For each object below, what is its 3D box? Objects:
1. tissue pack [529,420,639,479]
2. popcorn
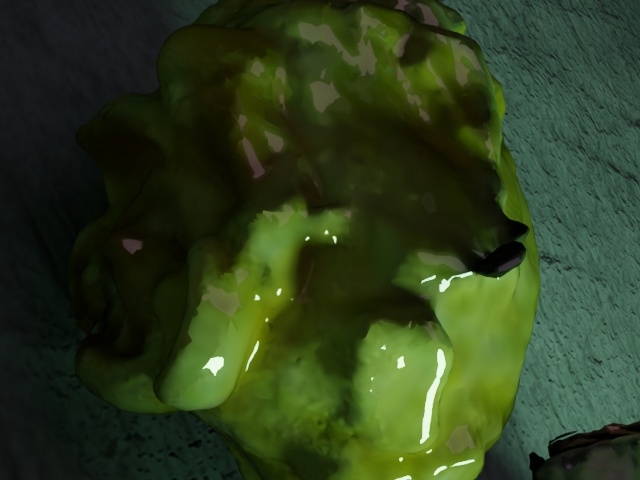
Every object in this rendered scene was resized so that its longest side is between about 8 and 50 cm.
[{"bbox_3d":[0.179,0.257,0.711,0.332,0.123,0.245,65,10,-55],"label":"tissue pack"},{"bbox_3d":[0.000,0.000,0.680,0.252,0.215,0.286,32,36,-44],"label":"popcorn"}]
